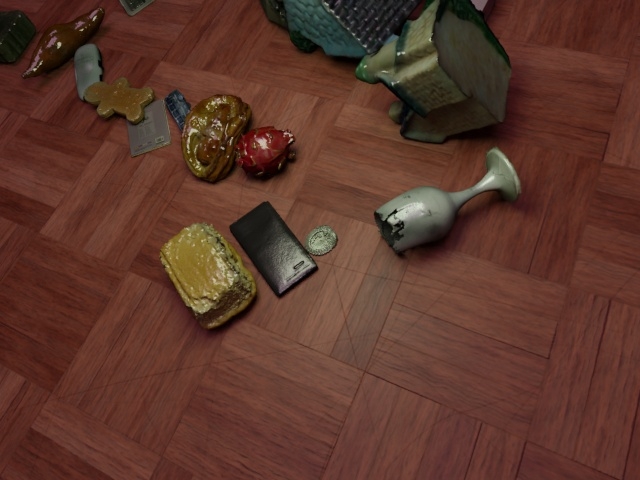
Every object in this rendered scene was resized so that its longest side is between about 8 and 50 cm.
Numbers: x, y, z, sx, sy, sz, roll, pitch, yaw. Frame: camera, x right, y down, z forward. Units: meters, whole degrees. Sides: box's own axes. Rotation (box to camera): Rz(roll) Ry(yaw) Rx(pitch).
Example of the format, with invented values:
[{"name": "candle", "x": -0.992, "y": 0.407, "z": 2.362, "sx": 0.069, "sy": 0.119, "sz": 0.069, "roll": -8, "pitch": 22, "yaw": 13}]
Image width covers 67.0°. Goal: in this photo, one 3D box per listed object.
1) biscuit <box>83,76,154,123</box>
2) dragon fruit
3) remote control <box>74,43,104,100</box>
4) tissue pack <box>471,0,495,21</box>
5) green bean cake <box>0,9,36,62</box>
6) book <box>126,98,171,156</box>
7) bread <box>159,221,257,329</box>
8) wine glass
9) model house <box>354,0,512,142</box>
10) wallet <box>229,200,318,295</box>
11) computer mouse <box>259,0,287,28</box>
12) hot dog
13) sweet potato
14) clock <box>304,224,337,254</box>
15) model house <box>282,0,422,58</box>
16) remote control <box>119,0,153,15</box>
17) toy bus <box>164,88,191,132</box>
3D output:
[{"name": "biscuit", "x": -0.628, "y": -0.438, "z": 1.496, "sx": 0.234, "sy": 0.030, "sz": 0.153, "roll": 14, "pitch": 66, "yaw": 15}, {"name": "dragon fruit", "x": -0.144, "y": -0.237, "z": 1.268, "sx": 0.165, "sy": 0.133, "sz": 0.136, "roll": -31, "pitch": 104, "yaw": -3}, {"name": "remote control", "x": -0.768, "y": -0.563, "z": 1.599, "sx": 0.097, "sy": 0.045, "sz": 0.256, "roll": -20, "pitch": 65, "yaw": 2}, {"name": "tissue pack", "x": 0.386, "y": -0.636, "z": 1.366, "sx": 0.148, "sy": 0.092, "sz": 0.246, "roll": 22, "pitch": 71, "yaw": 22}, {"name": "green bean cake", "x": -1.139, "y": -0.728, "z": 1.729, "sx": 0.184, "sy": 0.094, "sz": 0.184, "roll": 9, "pitch": 67, "yaw": 16}, {"name": "book", "x": -0.520, "y": -0.340, "z": 1.454, "sx": 0.127, "sy": 0.014, "sz": 0.182, "roll": -20, "pitch": 62, "yaw": 2}, {"name": "bread", "x": -0.268, "y": 0.078, "z": 1.138, "sx": 0.174, "sy": 0.121, "sz": 0.245, "roll": -41, "pitch": 67, "yaw": 0}, {"name": "wine glass", "x": 0.281, "y": -0.084, "z": 1.093, "sx": 0.321, "sy": 0.143, "sz": 0.143, "roll": -27, "pitch": 62, "yaw": 1}, {"name": "model house", "x": 0.257, "y": -0.391, "z": 1.165, "sx": 0.284, "sy": 0.298, "sz": 0.243, "roll": -15, "pitch": 52, "yaw": 46}, {"name": "wallet", "x": -0.120, "y": 0.014, "z": 1.192, "sx": 0.124, "sy": 0.025, "sz": 0.244, "roll": -36, "pitch": 63, "yaw": -6}, {"name": "computer mouse", "x": -0.149, "y": -0.848, "z": 1.509, "sx": 0.145, "sy": 0.228, "sz": 0.429, "roll": -20, "pitch": 61, "yaw": -5}, {"name": "hot dog", "x": -0.288, "y": -0.294, "z": 1.327, "sx": 0.175, "sy": 0.114, "sz": 0.259, "roll": 7, "pitch": 66, "yaw": 12}, {"name": "sweet potato", "x": -0.880, "y": -0.672, "z": 1.640, "sx": 0.112, "sy": 0.112, "sz": 0.359, "roll": 29, "pitch": 71, "yaw": 23}, {"name": "clock", "x": 0.000, "y": 0.000, "z": 1.181, "sx": 0.083, "sy": 0.010, "sz": 0.074, "roll": -38, "pitch": 63, "yaw": -7}, {"name": "model house", "x": 0.133, "y": -0.666, "z": 1.342, "sx": 0.339, "sy": 0.297, "sz": 0.360, "roll": 36, "pitch": 76, "yaw": 17}, {"name": "remote control", "x": -0.599, "y": -0.901, "z": 1.697, "sx": 0.250, "sy": 0.103, "sz": 0.034, "roll": -40, "pitch": 61, "yaw": -10}, {"name": "toy bus", "x": -0.407, "y": -0.374, "z": 1.430, "sx": 0.065, "sy": 0.047, "sz": 0.166, "roll": -33, "pitch": 63, "yaw": -1}]
